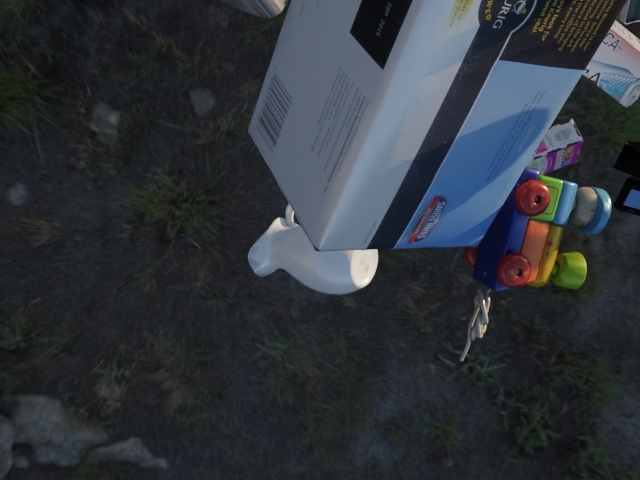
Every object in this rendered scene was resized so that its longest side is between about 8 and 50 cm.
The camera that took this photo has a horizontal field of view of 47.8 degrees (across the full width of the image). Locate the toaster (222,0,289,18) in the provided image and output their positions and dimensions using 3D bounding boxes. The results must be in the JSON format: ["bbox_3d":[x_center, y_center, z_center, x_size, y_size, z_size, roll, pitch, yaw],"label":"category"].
[{"bbox_3d":[-0.135,-0.472,1.229,0.227,0.146,0.129,31,95,16],"label":"toaster"}]

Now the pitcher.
[{"bbox_3d":[0.000,0.000,1.255,0.125,0.207,0.177,47,61,-49],"label":"pitcher"}]

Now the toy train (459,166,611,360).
[{"bbox_3d":[0.261,0.037,0.894,0.144,0.105,0.247,9,100,-17],"label":"toy train"}]

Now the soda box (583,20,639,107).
[{"bbox_3d":[0.316,-0.239,0.856,0.183,0.058,0.063,32,126,-14],"label":"soda box"}]

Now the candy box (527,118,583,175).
[{"bbox_3d":[0.554,-0.218,1.892,0.234,0.159,0.071,-22,71,7],"label":"candy box"}]

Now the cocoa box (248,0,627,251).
[{"bbox_3d":[0.105,-0.187,0.768,0.228,0.231,0.347,-1,132,-31],"label":"cocoa box"}]

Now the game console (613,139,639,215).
[{"bbox_3d":[0.830,-0.131,1.804,0.213,0.361,0.043,27,79,19],"label":"game console"}]

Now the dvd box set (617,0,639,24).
[{"bbox_3d":[0.716,-0.793,1.871,0.062,0.420,0.307,-17,137,-11],"label":"dvd box set"}]
